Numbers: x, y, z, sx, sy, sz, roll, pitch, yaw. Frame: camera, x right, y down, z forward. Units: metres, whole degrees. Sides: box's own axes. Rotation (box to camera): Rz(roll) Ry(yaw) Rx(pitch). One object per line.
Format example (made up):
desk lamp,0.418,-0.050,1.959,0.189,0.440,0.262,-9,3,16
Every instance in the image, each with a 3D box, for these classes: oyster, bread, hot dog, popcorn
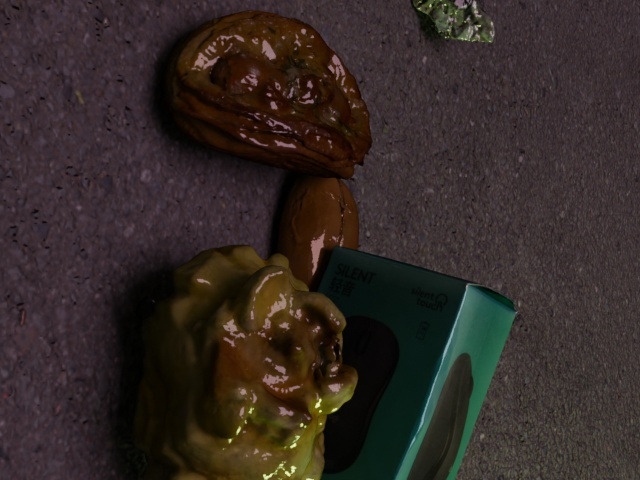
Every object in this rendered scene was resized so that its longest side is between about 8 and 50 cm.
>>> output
oyster,0.165,-0.421,1.607,0.199,0.087,0.252,26,54,-49
bread,0.000,0.000,1.340,0.114,0.077,0.189,34,58,-51
hot dog,-0.050,-0.157,1.240,0.272,0.122,0.196,14,51,-51
popcorn,-0.080,0.145,1.110,0.215,0.252,0.286,0,81,-12

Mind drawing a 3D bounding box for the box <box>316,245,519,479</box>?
box,0.064,0.176,1.244,0.118,0.205,0.311,31,79,-50
